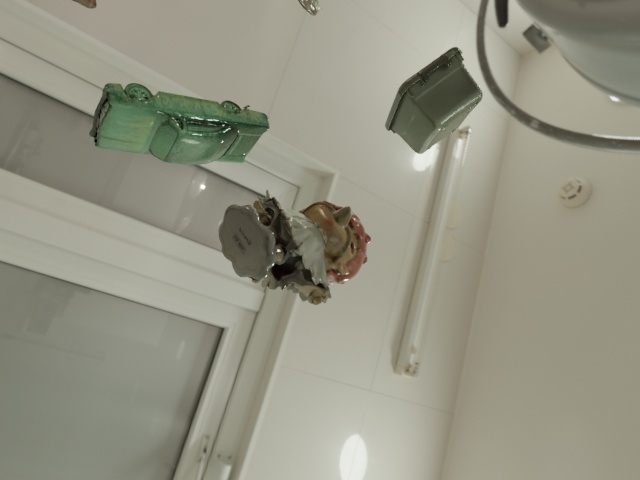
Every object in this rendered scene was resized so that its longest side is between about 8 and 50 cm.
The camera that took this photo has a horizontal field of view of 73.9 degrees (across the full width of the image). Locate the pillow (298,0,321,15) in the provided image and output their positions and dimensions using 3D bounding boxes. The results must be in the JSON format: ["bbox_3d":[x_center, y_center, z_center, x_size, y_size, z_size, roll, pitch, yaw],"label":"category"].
[{"bbox_3d":[-0.074,-0.499,0.734,0.038,0.233,0.130,-17,-120,35],"label":"pillow"}]

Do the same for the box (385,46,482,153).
[{"bbox_3d":[0.191,-0.222,0.718,0.124,0.092,0.172,-37,174,-4],"label":"box"}]

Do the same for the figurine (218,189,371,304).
[{"bbox_3d":[0.000,0.000,0.727,0.166,0.387,0.207,-49,-114,25],"label":"figurine"}]

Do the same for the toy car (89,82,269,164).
[{"bbox_3d":[-0.259,-0.213,0.828,0.141,0.321,0.097,-39,-116,43],"label":"toy car"}]

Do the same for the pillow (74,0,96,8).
[{"bbox_3d":[-0.526,-0.586,0.787,0.084,0.236,0.223,-71,-176,-54],"label":"pillow"}]
